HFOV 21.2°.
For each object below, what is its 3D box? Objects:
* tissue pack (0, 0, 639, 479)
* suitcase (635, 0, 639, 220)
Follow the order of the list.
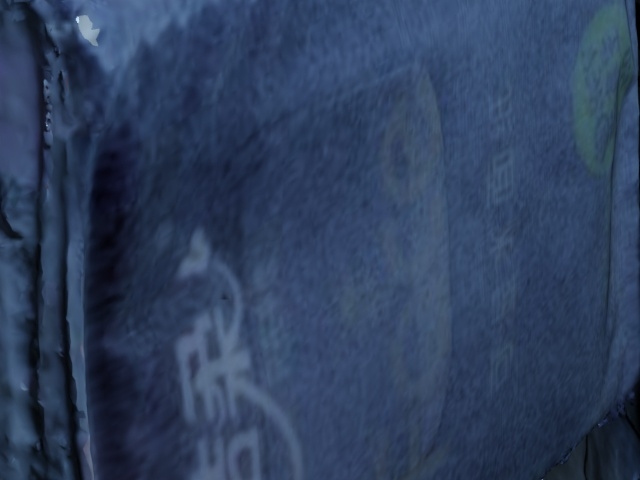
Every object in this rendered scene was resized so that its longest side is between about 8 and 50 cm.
[{"bbox_3d":[0.000,0.000,0.671,0.394,0.124,0.288,-29,121,-52],"label":"tissue pack"},{"bbox_3d":[0.248,-0.120,0.916,0.351,0.339,0.194,70,19,-61],"label":"suitcase"}]
